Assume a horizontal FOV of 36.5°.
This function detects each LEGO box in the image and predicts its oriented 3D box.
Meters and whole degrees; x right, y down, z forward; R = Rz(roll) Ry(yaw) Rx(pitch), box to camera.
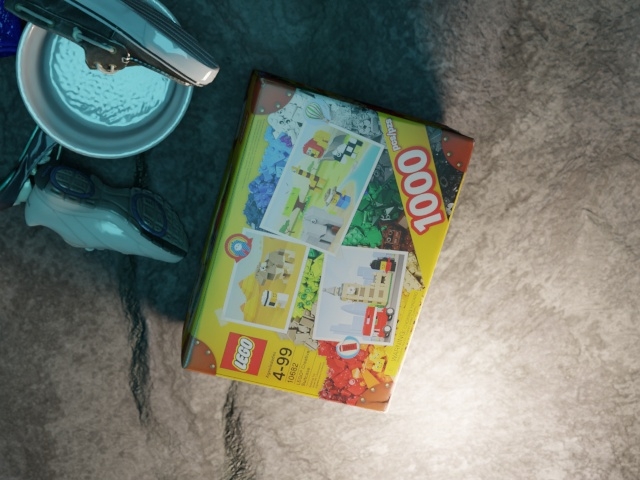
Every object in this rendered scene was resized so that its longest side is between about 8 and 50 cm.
[{"bbox_3d":[0.000,0.000,1.677,0.372,0.193,0.501,14,102,-11],"label":"LEGO box"}]

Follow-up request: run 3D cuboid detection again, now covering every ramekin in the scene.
[{"bbox_3d":[-0.345,-0.281,1.588,0.277,0.135,0.277,-2,105,-6],"label":"ramekin"}]

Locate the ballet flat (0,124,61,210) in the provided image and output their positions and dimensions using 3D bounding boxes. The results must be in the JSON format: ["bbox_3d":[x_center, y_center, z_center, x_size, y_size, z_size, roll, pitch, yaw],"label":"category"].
[{"bbox_3d":[-0.495,-0.114,1.648,0.074,0.074,0.203,34,96,-14],"label":"ballet flat"}]

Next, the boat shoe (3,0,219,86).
[{"bbox_3d":[-0.316,-0.311,1.466,0.335,0.121,0.119,31,107,-3],"label":"boat shoe"}]

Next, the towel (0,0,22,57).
[{"bbox_3d":[-0.604,-0.366,1.452,0.308,0.076,0.228,-14,120,-26],"label":"towel"}]

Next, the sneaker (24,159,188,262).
[{"bbox_3d":[-0.368,-0.033,1.677,0.297,0.111,0.129,26,130,-23],"label":"sneaker"}]
